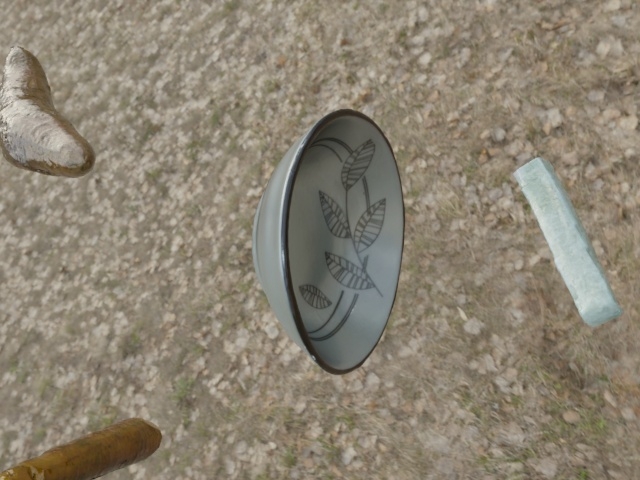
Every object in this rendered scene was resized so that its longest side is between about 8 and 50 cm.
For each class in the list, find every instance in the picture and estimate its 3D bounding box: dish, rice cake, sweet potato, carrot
[{"bbox_3d":[0.000,0.000,0.761,0.106,0.316,0.316,3,67,28],"label":"dish"},{"bbox_3d":[0.211,-0.004,0.541,0.033,0.029,0.170,-36,47,31],"label":"rice cake"},{"bbox_3d":[-0.400,-0.158,0.869,0.114,0.092,0.341,-51,50,10],"label":"sweet potato"},{"bbox_3d":[-0.301,0.274,0.782,0.066,0.314,0.066,-2,84,17],"label":"carrot"}]
